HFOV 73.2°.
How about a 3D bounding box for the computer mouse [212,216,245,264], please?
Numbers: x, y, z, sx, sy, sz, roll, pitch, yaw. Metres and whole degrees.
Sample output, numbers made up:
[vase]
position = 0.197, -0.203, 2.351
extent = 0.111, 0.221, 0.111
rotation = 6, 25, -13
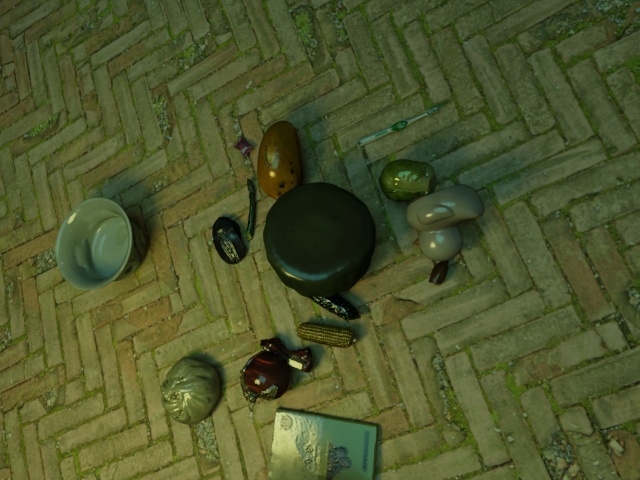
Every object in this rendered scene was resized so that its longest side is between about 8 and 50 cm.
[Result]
[computer mouse]
position = -0.341, -0.006, 1.573
extent = 0.105, 0.062, 0.193
rotation = -28, 74, 11

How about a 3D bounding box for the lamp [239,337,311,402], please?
[lamp]
position = -0.153, 0.430, 1.403
extent = 0.214, 0.151, 0.224
rotation = 20, 86, 14

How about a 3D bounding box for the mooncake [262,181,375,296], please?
[mooncake]
position = 0.000, 0.000, 1.375
extent = 0.355, 0.194, 0.357
rotation = -1, 68, 2

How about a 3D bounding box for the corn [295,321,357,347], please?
[corn]
position = 0.020, 0.310, 1.414
extent = 0.207, 0.068, 0.068
rotation = 5, 83, 19

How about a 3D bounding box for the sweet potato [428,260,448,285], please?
[sweet potato]
position = 0.381, 0.091, 1.352
extent = 0.049, 0.049, 0.117
rotation = 28, 81, 19

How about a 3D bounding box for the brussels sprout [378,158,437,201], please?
[brussels sprout]
position = 0.266, -0.190, 1.361
extent = 0.183, 0.145, 0.132
rotation = 23, 113, 60

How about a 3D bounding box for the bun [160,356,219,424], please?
[bun]
position = -0.465, 0.522, 1.493
extent = 0.230, 0.133, 0.232
rotation = -2, 83, 18

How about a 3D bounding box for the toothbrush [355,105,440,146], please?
[toothbrush]
position = 0.262, -0.388, 1.474
extent = 0.303, 0.030, 0.030
rotation = -22, 76, 15

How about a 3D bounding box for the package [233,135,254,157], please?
[package]
position = -0.291, -0.353, 1.629
extent = 0.059, 0.029, 0.083
rotation = -45, 64, 2

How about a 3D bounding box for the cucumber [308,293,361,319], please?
[cucumber]
position = 0.005, 0.182, 1.435
extent = 0.300, 0.072, 0.072
rotation = 34, 92, 19

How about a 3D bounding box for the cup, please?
[cup]
position = -0.815, 0.021, 1.657
extent = 0.346, 0.163, 0.348
rotation = -3, 81, 17

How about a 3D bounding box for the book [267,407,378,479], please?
[book]
position = 0.001, 0.684, 1.378
extent = 0.351, 0.035, 0.240
rotation = 2, 80, 17

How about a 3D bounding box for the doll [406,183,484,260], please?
[doll]
position = 0.377, -0.047, 1.302
extent = 0.250, 0.221, 0.221
rotation = -26, 73, 39

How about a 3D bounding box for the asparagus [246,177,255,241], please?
[asparagus]
position = -0.256, -0.114, 1.582
extent = 0.034, 0.027, 0.236
rotation = -1, 82, 6

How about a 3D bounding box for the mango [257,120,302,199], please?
[mango]
position = -0.139, -0.287, 1.496
extent = 0.159, 0.191, 0.291
rotation = 0, 77, 9
